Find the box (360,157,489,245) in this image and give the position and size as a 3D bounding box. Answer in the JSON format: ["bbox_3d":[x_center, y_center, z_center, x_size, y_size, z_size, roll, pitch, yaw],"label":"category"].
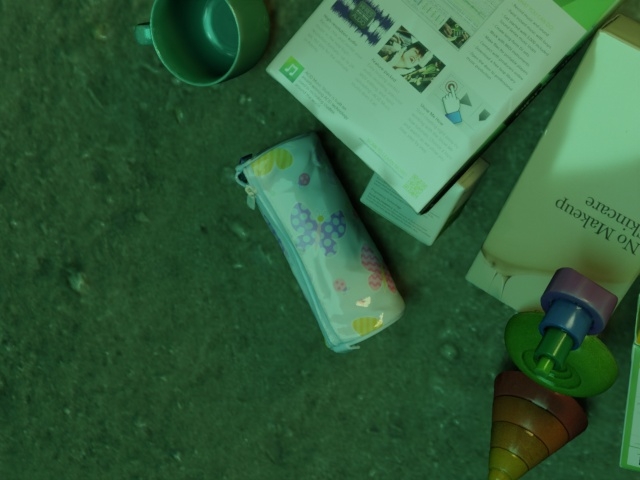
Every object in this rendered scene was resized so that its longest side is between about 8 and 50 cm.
[{"bbox_3d":[0.121,-0.068,1.101,0.102,0.101,0.087,34,122,12],"label":"box"}]

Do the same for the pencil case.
[{"bbox_3d":[0.000,0.000,1.185,0.113,0.124,0.273,-25,97,34],"label":"pencil case"}]

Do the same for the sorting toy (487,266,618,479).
[{"bbox_3d":[0.229,0.172,1.023,0.127,0.126,0.365,27,153,18],"label":"sorting toy"}]

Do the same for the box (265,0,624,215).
[{"bbox_3d":[0.131,-0.220,0.996,0.232,0.058,0.322,44,105,7],"label":"box"}]

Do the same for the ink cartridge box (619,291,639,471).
[{"bbox_3d":[0.373,0.139,1.037,0.062,0.109,0.209,9,113,26],"label":"ink cartridge box"}]

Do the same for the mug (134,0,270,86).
[{"bbox_3d":[-0.137,-0.267,1.169,0.157,0.097,0.129,35,123,14],"label":"mug"}]

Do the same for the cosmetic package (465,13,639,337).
[{"bbox_3d":[0.295,-0.058,1.000,0.160,0.113,0.309,31,121,14],"label":"cosmetic package"}]
